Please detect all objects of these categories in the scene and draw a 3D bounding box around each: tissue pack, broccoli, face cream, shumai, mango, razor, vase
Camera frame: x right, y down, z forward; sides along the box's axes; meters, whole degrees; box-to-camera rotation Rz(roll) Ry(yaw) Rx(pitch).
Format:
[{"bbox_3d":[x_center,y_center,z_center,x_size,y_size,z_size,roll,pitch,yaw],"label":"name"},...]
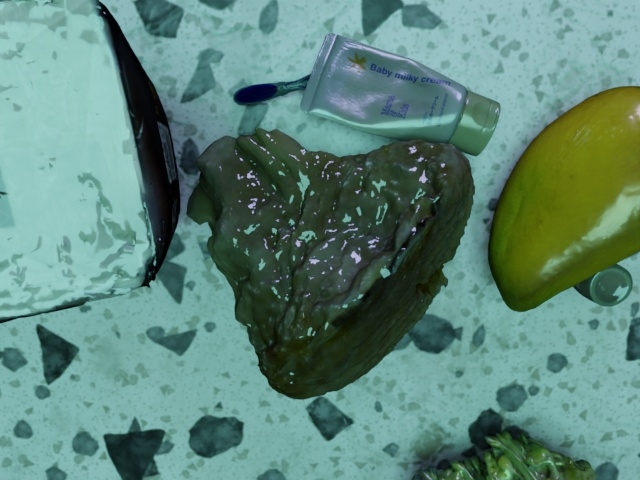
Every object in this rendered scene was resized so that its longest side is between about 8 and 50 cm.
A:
[{"bbox_3d":[-0.235,-0.065,0.469,0.198,0.370,0.210,-6,98,-14],"label":"tissue pack"},{"bbox_3d":[0.265,0.373,0.626,0.288,0.245,0.248,-19,90,-2],"label":"broccoli"},{"bbox_3d":[0.097,-0.170,0.616,0.224,0.070,0.114,20,75,-4],"label":"face cream"},{"bbox_3d":[-0.002,-0.001,0.629,0.283,0.217,0.346,30,85,27],"label":"shumai"},{"bbox_3d":[0.309,-0.054,0.595,0.317,0.119,0.176,-52,55,8],"label":"mango"},{"bbox_3d":[-0.034,-0.192,0.635,0.154,0.028,0.044,-10,100,1],"label":"razor"},{"bbox_3d":[0.335,0.043,0.640,0.053,0.101,0.053,0,101,-1],"label":"vase"}]
